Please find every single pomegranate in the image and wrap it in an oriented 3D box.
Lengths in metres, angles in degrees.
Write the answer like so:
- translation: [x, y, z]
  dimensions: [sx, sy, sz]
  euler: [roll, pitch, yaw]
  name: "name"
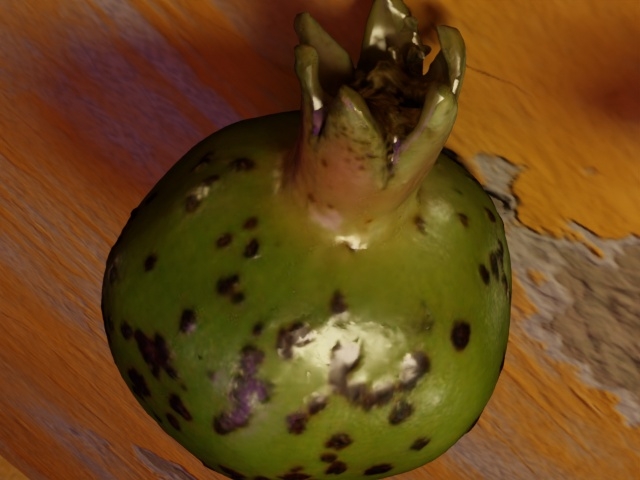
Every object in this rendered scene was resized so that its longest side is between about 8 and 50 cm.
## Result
- translation: [-0.016, 0.004, 0.961]
  dimensions: [0.231, 0.231, 0.286]
  euler: [19, 143, 33]
  name: "pomegranate"
